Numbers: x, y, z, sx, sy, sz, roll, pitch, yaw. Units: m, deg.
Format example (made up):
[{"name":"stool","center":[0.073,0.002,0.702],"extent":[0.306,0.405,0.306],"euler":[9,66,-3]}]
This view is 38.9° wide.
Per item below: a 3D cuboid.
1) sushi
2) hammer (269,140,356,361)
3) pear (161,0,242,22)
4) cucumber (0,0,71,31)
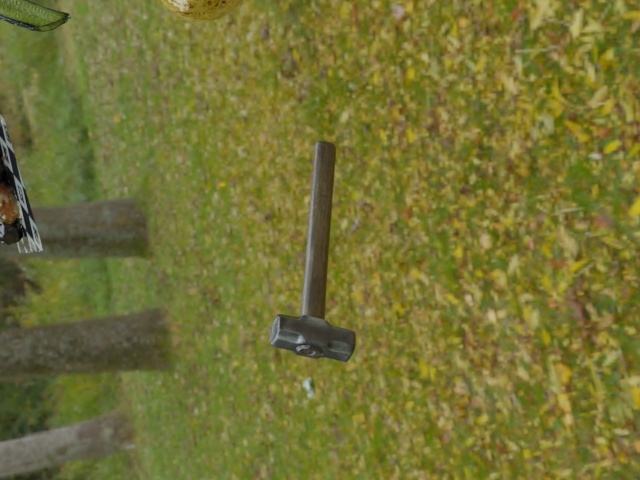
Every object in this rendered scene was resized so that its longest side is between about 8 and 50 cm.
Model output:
[{"name":"sushi","center":[-0.522,-0.112,1.427],"extent":[0.264,0.050,0.290],"euler":[-3,103,63]},{"name":"hammer","center":[0.000,0.000,1.295],"extent":[0.043,0.111,0.365],"euler":[122,158,-51]},{"name":"pear","center":[-0.155,-0.385,1.208],"extent":[0.178,0.178,0.178],"euler":[173,90,-70]},{"name":"cucumber","center":[-0.690,-0.521,2.096],"extent":[0.046,0.220,0.070],"euler":[-42,44,47]}]
